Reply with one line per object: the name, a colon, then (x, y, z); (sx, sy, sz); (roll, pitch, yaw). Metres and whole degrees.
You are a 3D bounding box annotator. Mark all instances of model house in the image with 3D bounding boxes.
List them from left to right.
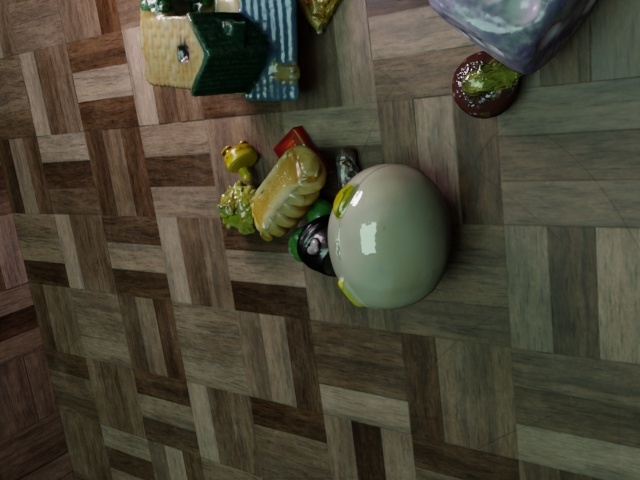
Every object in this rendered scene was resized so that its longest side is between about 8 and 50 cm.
model house: (-0.237, -0.541, 1.802); (0.342, 0.382, 0.335); (17, 117, 38)

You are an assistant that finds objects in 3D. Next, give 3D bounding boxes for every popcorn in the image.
popcorn: (-0.251, -0.101, 2.132); (0.173, 0.142, 0.173); (10, 128, 13)

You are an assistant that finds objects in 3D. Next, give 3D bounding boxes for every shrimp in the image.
shrimp: (0.083, -0.167, 1.894); (0.073, 0.075, 0.190); (-8, 94, 6)

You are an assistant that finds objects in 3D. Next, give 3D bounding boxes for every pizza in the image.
pizza: (0.005, -0.701, 1.778); (0.197, 0.058, 0.292); (7, 109, 34)

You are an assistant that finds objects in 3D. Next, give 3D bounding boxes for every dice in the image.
dice: (0.402, -0.522, 1.365); (0.270, 0.271, 0.270); (41, 107, 17)

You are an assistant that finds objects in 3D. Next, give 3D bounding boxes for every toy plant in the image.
toy plant: (0.000, 0.000, 1.960); (0.235, 0.175, 0.218); (52, 126, 47)

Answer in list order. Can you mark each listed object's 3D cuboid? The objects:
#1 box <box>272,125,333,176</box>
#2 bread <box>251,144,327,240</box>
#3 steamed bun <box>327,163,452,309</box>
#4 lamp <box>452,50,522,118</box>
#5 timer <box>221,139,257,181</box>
box: (-0.054, -0.236, 1.984); (0.112, 0.048, 0.175); (-41, 80, 38)
bread: (-0.087, -0.136, 1.921); (0.311, 0.121, 0.173); (-45, 49, 40)
steamed bun: (0.175, -0.009, 1.709); (0.334, 0.334, 0.374); (4, 105, 36)
lamp: (0.378, -0.362, 1.561); (0.156, 0.135, 0.157); (29, 123, 27)
timer: (-0.243, -0.246, 2.084); (0.107, 0.107, 0.109); (-45, 67, 37)
